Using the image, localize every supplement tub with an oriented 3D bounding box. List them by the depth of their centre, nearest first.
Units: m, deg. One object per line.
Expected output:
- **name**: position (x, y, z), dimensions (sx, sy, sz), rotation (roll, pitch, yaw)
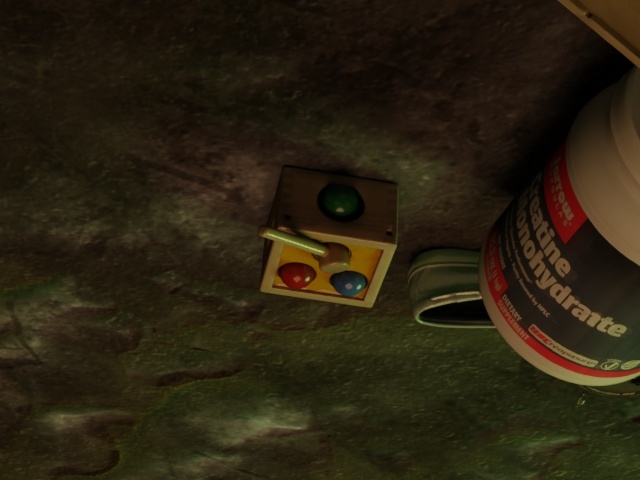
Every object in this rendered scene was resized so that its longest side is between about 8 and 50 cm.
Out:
- **supplement tub**: position (0.266, -0.015, 1.293), dimensions (0.191, 0.191, 0.272), rotation (14, 144, -13)

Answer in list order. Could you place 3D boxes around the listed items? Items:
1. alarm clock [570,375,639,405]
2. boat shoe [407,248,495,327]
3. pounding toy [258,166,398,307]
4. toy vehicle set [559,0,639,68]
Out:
- **alarm clock**: position (0.320, 0.104, 1.575), dimensions (0.129, 0.064, 0.192), rotation (20, 139, -21)
- **boat shoe**: position (0.198, 0.062, 1.505), dimensions (0.227, 0.081, 0.079), rotation (3, 145, 2)
- **pounding toy**: position (0.000, 0.000, 1.421), dimensions (0.130, 0.100, 0.141), rotation (9, 145, -7)
- **toy vehicle set**: position (0.168, -0.228, 0.982), dimensions (0.035, 0.267, 0.166), rotation (-34, 156, -25)
